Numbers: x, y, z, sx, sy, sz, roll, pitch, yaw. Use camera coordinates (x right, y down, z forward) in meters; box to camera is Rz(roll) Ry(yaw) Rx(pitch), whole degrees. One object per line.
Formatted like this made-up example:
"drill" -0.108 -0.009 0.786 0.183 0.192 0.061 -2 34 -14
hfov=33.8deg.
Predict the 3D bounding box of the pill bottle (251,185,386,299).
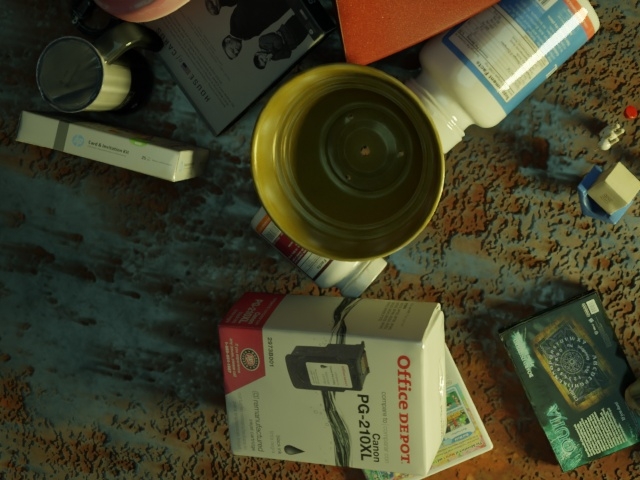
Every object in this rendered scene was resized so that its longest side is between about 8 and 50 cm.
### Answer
"pill bottle" 0.000 0.000 1.232 0.152 0.086 0.086 42 98 1

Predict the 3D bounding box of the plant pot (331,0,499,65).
"plant pot" 0.106 -0.371 1.063 0.236 0.267 0.267 -11 63 2

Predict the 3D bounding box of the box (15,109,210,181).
"box" -0.235 -0.110 1.218 0.186 0.145 0.038 16 98 5

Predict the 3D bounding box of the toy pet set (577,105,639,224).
"toy pet set" 0.354 -0.070 1.212 0.122 0.065 0.114 44 63 -2

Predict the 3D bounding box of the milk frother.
"milk frother" -0.270 -0.222 1.214 0.143 0.135 0.129 36 102 9

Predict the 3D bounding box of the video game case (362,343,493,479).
"video game case" 0.107 0.216 1.274 0.157 0.019 0.143 -25 92 7

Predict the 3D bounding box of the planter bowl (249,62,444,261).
"planter bowl" 0.039 -0.091 1.158 0.217 0.090 0.217 5 107 18

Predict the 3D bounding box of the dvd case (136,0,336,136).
"dvd case" -0.105 -0.244 1.180 0.179 0.030 0.239 55 138 -1

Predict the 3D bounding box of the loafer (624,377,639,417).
"loafer" 0.460 0.242 1.208 0.267 0.096 0.084 47 141 -9

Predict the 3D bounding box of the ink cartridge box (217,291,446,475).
"ink cartridge box" 0.017 0.159 1.198 0.237 0.100 0.171 3 112 17

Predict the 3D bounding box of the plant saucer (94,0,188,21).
"plant saucer" -0.173 -0.400 1.115 0.332 0.084 0.332 -19 62 41

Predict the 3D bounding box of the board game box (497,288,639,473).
"board game box" 0.304 0.166 1.243 0.126 0.026 0.186 -24 92 8

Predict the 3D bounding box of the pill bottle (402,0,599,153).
"pill bottle" 0.189 -0.205 1.174 0.221 0.124 0.124 -43 89 9
